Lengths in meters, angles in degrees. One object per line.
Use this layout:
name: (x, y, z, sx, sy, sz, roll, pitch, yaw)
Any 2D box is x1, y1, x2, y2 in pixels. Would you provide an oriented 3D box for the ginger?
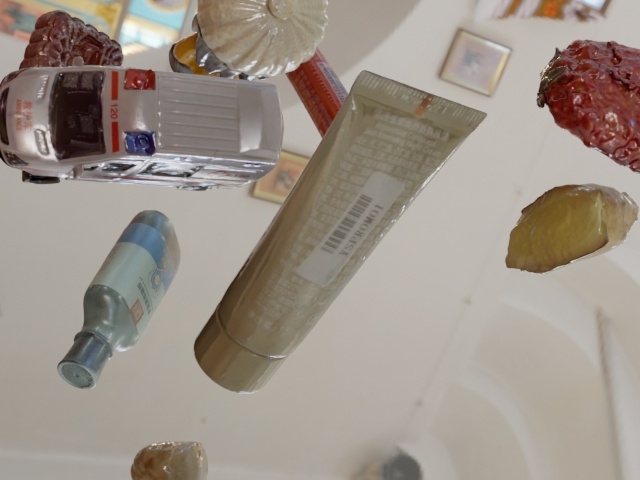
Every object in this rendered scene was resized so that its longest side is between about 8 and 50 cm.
ginger: (0.345, -0.013, 1.457, 0.193, 0.123, 0.115, -23, -108, 51)

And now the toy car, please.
toy car: (-0.134, -0.087, 0.795, 0.108, 0.210, 0.089, -5, -97, 60)

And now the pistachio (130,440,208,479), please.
pistachio: (-0.228, 0.361, 1.647, 0.108, 0.185, 0.126, 37, -100, 15)

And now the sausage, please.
sausage: (-0.005, -0.246, 1.705, 0.074, 0.074, 0.274, -52, -128, 35)

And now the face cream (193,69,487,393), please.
face cream: (0.000, 0.000, 0.942, 0.341, 0.137, 0.084, -54, -140, 29)

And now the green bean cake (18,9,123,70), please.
green bean cake: (-0.353, -0.245, 1.510, 0.056, 0.136, 0.135, -4, -113, 46)

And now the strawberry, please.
strawberry: (0.379, -0.158, 1.262, 0.111, 0.236, 0.190, -55, -176, 27)

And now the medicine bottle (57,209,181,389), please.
medicine bottle: (-0.205, 0.062, 1.096, 0.208, 0.054, 0.090, -67, 156, -44)

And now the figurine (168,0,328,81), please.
figurine: (-0.109, -0.284, 1.510, 0.332, 0.185, 0.204, 127, -47, -54)
